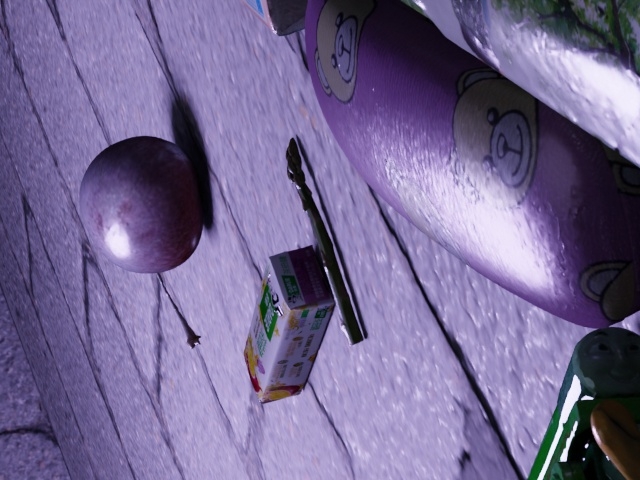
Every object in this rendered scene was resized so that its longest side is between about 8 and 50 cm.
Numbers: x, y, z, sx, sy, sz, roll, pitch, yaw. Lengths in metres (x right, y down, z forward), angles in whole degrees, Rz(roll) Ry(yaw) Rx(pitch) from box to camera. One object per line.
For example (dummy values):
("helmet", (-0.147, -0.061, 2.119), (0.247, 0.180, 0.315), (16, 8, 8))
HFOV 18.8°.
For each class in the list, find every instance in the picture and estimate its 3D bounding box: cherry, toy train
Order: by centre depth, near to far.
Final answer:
("toy train", (0.133, 0.144, 0.995), (0.251, 0.085, 0.119), (101, 165, -52))
("cherry", (-0.146, -0.012, 1.784), (0.148, 0.115, 0.188), (-41, 68, 30))

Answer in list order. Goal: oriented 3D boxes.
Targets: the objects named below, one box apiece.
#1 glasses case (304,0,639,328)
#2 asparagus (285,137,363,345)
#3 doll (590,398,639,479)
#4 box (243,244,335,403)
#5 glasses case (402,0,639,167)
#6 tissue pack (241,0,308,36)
("glasses case", (0.073, -0.054, 0.983), (0.316, 0.076, 0.123), (39, 149, 59))
("asparagus", (0.000, 0.000, 1.421), (0.016, 0.016, 0.163), (54, -164, -79))
("doll", (0.165, 0.151, 0.856), (0.089, 0.102, 0.179), (-45, -48, -62))
("box", (-0.029, 0.071, 1.547), (0.207, 0.041, 0.050), (109, 146, -64))
("glasses case", (0.090, -0.119, 0.850), (0.272, 0.062, 0.095), (42, 145, 53))
("tissue pack", (-0.026, -0.181, 1.249), (0.094, 0.058, 0.074), (-131, 27, -58))
